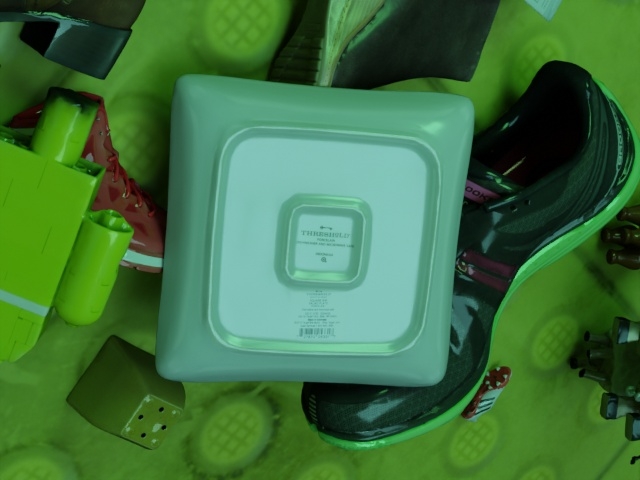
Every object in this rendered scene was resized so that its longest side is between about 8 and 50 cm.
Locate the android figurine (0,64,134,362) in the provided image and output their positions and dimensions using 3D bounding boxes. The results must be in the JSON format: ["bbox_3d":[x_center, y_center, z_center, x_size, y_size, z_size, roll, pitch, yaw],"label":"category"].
[{"bbox_3d":[-0.283,-0.009,0.977,0.248,0.056,0.272,24,103,-6],"label":"android figurine"}]

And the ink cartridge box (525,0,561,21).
[{"bbox_3d":[0.193,-0.329,1.121,0.232,0.066,0.189,17,104,-60],"label":"ink cartridge box"}]

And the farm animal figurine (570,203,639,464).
[{"bbox_3d":[0.443,0.115,1.387,0.172,0.330,0.326,4,118,-12],"label":"farm animal figurine"}]

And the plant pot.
[{"bbox_3d":[-0.178,0.156,1.168,0.081,0.083,0.081,34,92,-40],"label":"plant pot"}]

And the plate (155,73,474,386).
[{"bbox_3d":[0.000,0.000,1.081,0.277,0.045,0.278,3,100,-14],"label":"plate"}]

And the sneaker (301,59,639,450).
[{"bbox_3d":[0.134,0.002,1.238,0.483,0.185,0.202,-50,136,-16],"label":"sneaker"}]

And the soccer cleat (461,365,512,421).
[{"bbox_3d":[0.204,0.187,1.474,0.083,0.029,0.035,-49,138,1],"label":"soccer cleat"}]

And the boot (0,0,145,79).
[{"bbox_3d":[-0.206,-0.289,0.919,0.264,0.096,0.280,19,100,-38],"label":"boot"}]

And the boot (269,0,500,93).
[{"bbox_3d":[0.068,-0.171,1.162,0.207,0.090,0.248,10,104,-34],"label":"boot"}]

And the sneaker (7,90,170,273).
[{"bbox_3d":[-0.179,-0.053,1.063,0.221,0.087,0.128,14,106,-39],"label":"sneaker"}]
